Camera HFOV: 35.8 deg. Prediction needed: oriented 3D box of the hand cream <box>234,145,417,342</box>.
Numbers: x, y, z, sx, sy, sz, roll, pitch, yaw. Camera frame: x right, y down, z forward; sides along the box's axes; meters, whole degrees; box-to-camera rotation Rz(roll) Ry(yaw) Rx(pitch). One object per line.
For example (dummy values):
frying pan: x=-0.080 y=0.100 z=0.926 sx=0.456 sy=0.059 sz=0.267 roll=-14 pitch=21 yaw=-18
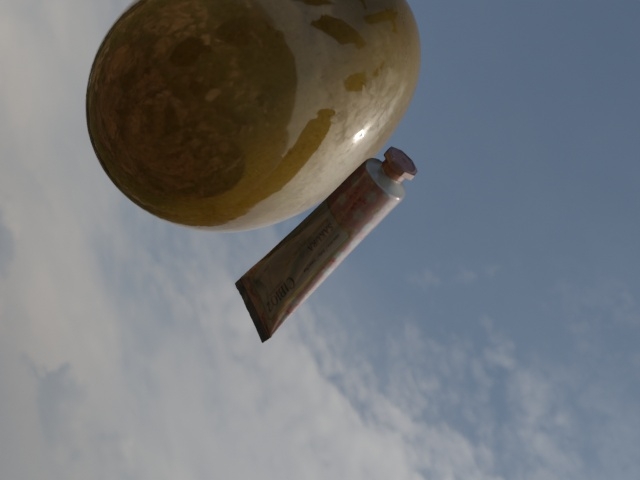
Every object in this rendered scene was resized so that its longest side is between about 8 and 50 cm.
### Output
hand cream: x=0.000 y=0.000 z=0.834 sx=0.209 sy=0.043 sz=0.067 roll=-45 pitch=-121 yaw=29

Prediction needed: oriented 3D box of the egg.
egg: x=-0.061 y=-0.141 z=0.924 sx=0.250 sy=0.323 sz=0.250 roll=-21 pitch=90 yaw=-82
